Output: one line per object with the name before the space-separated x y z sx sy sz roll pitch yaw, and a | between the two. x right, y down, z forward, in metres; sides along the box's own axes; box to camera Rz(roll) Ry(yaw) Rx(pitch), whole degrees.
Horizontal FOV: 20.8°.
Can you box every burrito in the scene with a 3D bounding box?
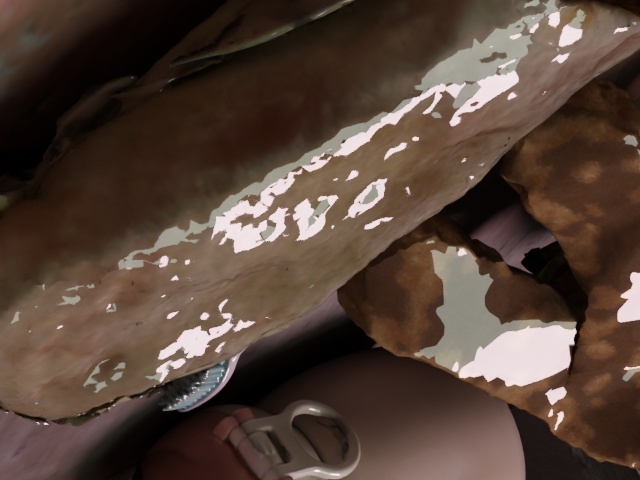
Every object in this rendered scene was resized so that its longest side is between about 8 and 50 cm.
burrito | 0.010 -0.050 0.610 0.348 0.107 0.175 -34 175 -4

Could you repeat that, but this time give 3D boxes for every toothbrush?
toothbrush | 0.000 0.000 0.835 0.269 0.021 0.027 -49 165 30

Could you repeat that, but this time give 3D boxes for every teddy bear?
teddy bear | 0.159 -0.002 0.964 0.246 0.222 0.296 -38 120 22

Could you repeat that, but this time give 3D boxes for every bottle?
bottle | -0.008 0.144 0.992 0.236 0.147 0.147 -7 146 -44

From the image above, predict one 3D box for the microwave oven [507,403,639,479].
microwave oven | 0.183 0.323 1.398 0.236 0.374 0.432 -30 160 10
